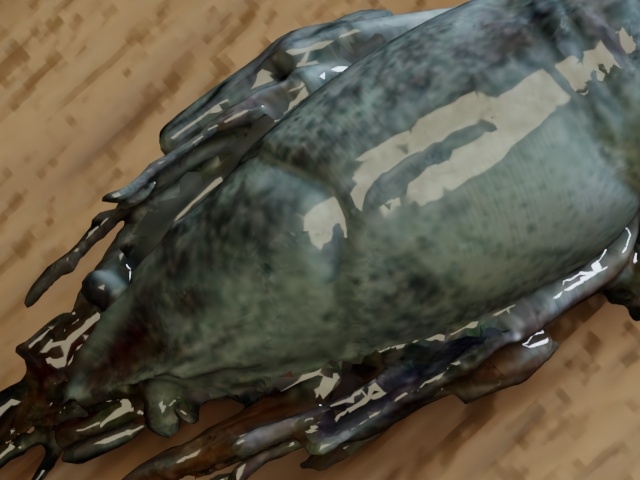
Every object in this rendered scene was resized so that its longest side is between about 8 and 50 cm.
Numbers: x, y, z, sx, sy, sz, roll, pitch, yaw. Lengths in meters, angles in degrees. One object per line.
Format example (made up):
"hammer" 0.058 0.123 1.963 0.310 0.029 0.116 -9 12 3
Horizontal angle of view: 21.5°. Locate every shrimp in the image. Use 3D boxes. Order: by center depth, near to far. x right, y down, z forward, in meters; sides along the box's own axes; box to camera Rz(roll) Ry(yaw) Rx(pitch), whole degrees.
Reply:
"shrimp" 0.000 0.000 0.353 0.233 0.079 0.090 -27 71 5
